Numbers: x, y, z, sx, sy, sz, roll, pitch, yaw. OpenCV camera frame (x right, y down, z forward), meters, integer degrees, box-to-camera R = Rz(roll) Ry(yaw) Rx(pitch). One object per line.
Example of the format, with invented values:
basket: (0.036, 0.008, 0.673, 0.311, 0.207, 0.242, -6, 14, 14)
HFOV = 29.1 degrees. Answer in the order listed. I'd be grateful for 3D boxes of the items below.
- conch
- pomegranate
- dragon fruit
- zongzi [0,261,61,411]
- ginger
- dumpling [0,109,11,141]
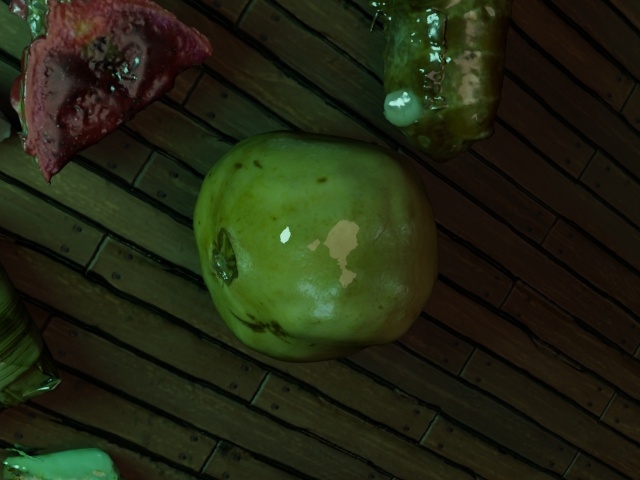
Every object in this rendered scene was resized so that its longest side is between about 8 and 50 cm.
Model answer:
conch: (-0.349, 0.327, 1.660, 0.170, 0.079, 0.105, 10, 96, -17)
pomegranate: (0.000, 0.000, 1.601, 0.333, 0.332, 0.332, -10, 112, -27)
dragon fruit: (-0.286, -0.226, 1.461, 0.262, 0.134, 0.211, -38, 125, -19)
zongzi: (-0.497, 0.122, 1.473, 0.288, 0.134, 0.285, -28, 113, -11)
ginger: (0.146, -0.316, 1.659, 0.254, 0.176, 0.418, 3, 101, -27)
dumpling: (-0.449, -0.139, 1.423, 0.127, 0.108, 0.188, -43, 144, 16)
